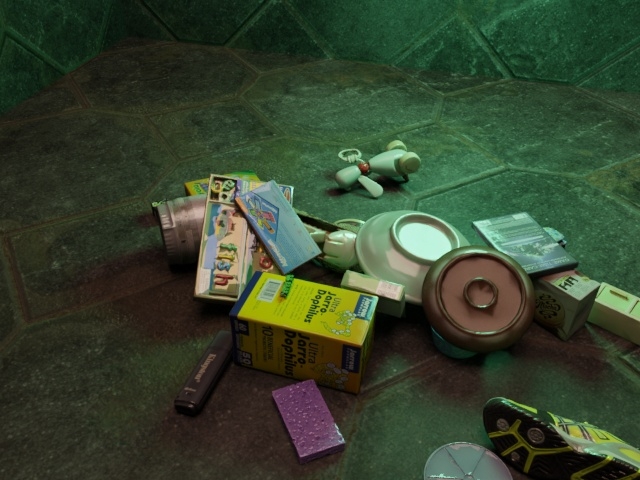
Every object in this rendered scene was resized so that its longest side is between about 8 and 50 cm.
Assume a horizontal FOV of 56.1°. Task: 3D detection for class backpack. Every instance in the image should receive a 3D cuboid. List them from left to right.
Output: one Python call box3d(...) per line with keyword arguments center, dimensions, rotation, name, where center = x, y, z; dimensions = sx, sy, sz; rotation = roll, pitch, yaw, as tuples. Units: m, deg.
box3d(center=(0.766, 0.004, 2.051), dimensions=(0.105, 0.084, 0.114), rotation=(-23, 40, -31), name="backpack")

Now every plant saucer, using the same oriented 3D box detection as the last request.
box3d(center=(0.308, 0.021, 1.824), dimensions=(0.401, 0.100, 0.400), rotation=(8, 43, -8), name="plant saucer")
box3d(center=(0.435, 0.150, 1.646), dimensions=(0.311, 0.050, 0.310), rotation=(-2, 69, 5), name="plant saucer")

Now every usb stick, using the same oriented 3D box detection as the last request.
box3d(center=(-0.298, 0.345, 1.609), dimensions=(0.077, 0.045, 0.278), rotation=(12, 39, 13), name="usb stick")

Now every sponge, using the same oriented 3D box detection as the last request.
box3d(center=(-0.034, 0.445, 1.495), dimensions=(0.117, 0.031, 0.210), rotation=(-14, 40, -18), name="sponge")

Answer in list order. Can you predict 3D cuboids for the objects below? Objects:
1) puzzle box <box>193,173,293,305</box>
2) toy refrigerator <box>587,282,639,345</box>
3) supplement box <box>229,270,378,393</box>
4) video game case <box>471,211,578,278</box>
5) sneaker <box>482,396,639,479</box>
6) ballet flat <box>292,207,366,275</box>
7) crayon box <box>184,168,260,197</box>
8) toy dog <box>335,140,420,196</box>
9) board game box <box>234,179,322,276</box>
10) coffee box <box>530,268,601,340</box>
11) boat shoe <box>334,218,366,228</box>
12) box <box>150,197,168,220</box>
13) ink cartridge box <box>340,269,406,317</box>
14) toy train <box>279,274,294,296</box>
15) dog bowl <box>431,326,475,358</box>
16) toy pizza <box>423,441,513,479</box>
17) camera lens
box3d(center=(-0.230, 0.003, 1.846), dimensions=(0.272, 0.052, 0.408), rotation=(8, 68, -13), name="puzzle box")
box3d(center=(0.925, 0.231, 1.747), dimensions=(0.270, 0.094, 0.102), rotation=(28, 45, 32), name="toy refrigerator")
box3d(center=(-0.042, 0.243, 1.625), dimensions=(0.357, 0.194, 0.195), rotation=(11, 38, 13), name="supplement box")
box3d(center=(0.610, 0.010, 1.813), dimensions=(0.196, 0.026, 0.274), rotation=(-11, 40, -14), name="video game case")
box3d(center=(0.568, 0.480, 1.405), dimensions=(0.385, 0.145, 0.147), rotation=(24, 22, 24), name="sneaker")
box3d(center=(0.000, 0.000, 1.961), dimensions=(0.483, 0.163, 0.182), rotation=(21, 6, 28), name="ballet flat")
box3d(center=(-0.371, -0.157, 2.239), dimensions=(0.323, 0.083, 0.203), rotation=(-16, 40, -20), name="crayon box")
box3d(center=(0.234, -0.265, 2.378), dimensions=(0.334, 0.160, 0.220), rotation=(-9, 39, 12), name="toy dog")
box3d(center=(-0.130, -0.041, 1.846), dimensions=(0.145, 0.027, 0.281), rotation=(-29, 80, -25), name="board game box")
box3d(center=(0.655, 0.138, 1.803), dimensions=(0.119, 0.168, 0.297), rotation=(-26, 46, -31), name="coffee box")
box3d(center=(0.146, -0.018, 2.070), dimensions=(0.224, 0.080, 0.073), rotation=(11, 33, 5), name="boat shoe")
box3d(center=(-0.573, -0.106, 2.192), dimensions=(0.062, 0.052, 0.083), rotation=(-22, 44, -26), name="box")
box3d(center=(0.156, 0.176, 1.718), dimensions=(0.171, 0.235, 0.056), rotation=(14, 63, 16), name="ink cartridge box")
box3d(center=(-0.090, 0.121, 1.611), dimensions=(0.024, 0.017, 0.083), rotation=(0, 35, 15), name="toy train")
box3d(center=(0.445, 0.239, 1.743), dimensions=(0.297, 0.074, 0.166), rotation=(-25, 44, -29), name="dog bowl")
box3d(center=(0.335, 0.550, 1.364), dimensions=(0.202, 0.032, 0.201), rotation=(0, 37, 0), name="toy pizza")
box3d(center=(-0.382, -0.044, 1.977), dimensions=(0.275, 0.219, 0.219), rotation=(-12, 39, -16), name="camera lens")
